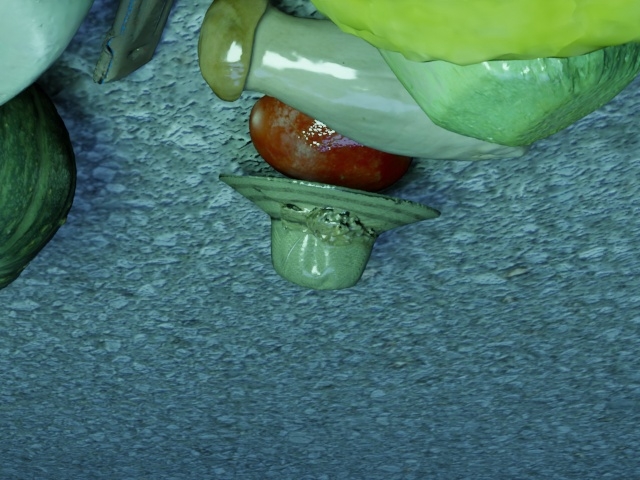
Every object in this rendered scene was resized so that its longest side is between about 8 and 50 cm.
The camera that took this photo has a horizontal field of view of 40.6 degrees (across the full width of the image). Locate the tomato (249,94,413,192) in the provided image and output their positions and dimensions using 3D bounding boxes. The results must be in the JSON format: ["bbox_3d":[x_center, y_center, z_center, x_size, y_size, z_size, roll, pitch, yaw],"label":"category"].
[{"bbox_3d":[0.013,-0.097,0.930,0.174,0.082,0.166,-7,147,10],"label":"tomato"}]

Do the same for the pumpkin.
[{"bbox_3d":[-0.409,-0.067,0.840,0.328,0.257,0.292,-25,152,27],"label":"pumpkin"}]

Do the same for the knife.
[{"bbox_3d":[-0.140,-0.243,0.721,0.089,0.043,0.365,-20,165,-31],"label":"knife"}]

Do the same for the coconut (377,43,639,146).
[{"bbox_3d":[0.137,-0.193,0.663,0.236,0.235,0.204,-1,172,5],"label":"coconut"}]

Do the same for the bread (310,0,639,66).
[{"bbox_3d":[0.087,-0.276,0.368,0.348,0.348,0.308,-9,157,17],"label":"bread"}]

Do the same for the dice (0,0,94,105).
[{"bbox_3d":[-0.282,-0.224,0.645,0.194,0.191,0.193,-24,141,36],"label":"dice"}]

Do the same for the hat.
[{"bbox_3d":[0.000,0.000,0.958,0.252,0.109,0.252,9,179,0],"label":"hat"}]

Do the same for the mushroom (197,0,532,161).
[{"bbox_3d":[0.059,-0.149,0.806,0.350,0.128,0.128,14,146,-14],"label":"mushroom"}]
